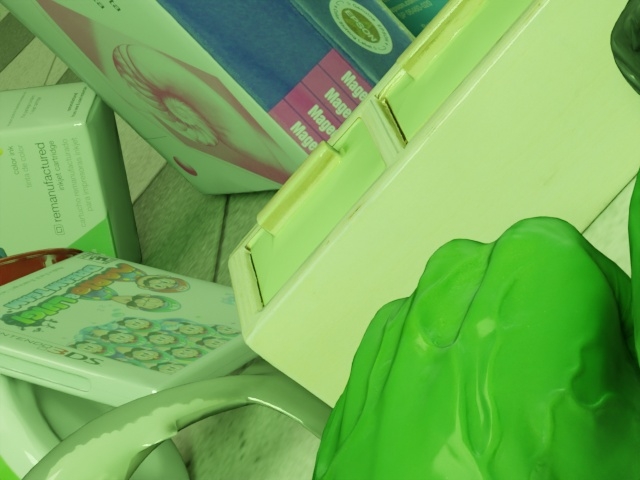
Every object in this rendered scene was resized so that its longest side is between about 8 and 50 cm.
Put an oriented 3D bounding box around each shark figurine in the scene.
[{"bbox_3d":[-0.114,0.136,0.731,0.278,0.166,0.116,-58,19,-14],"label":"shark figurine"}]

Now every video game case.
[{"bbox_3d":[-0.106,0.044,0.861,0.157,0.143,0.019,-27,-54,-61],"label":"video game case"}]

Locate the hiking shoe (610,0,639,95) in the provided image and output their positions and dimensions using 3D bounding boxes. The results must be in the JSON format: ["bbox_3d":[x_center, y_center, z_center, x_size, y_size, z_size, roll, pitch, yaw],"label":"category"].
[{"bbox_3d":[0.207,-0.111,0.584,0.227,0.086,0.114,-24,20,44],"label":"hiking shoe"}]

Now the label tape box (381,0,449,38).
[{"bbox_3d":[-0.032,-0.254,0.972,0.106,0.334,0.241,-60,20,-21],"label":"label tape box"}]

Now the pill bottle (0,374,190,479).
[{"bbox_3d":[-0.194,0.183,0.880,0.245,0.136,0.136,-48,20,15],"label":"pill bottle"}]

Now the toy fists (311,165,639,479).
[{"bbox_3d":[0.102,0.043,0.512,0.279,0.096,0.142,-33,37,42],"label":"toy fists"}]

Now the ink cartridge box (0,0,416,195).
[{"bbox_3d":[-0.110,-0.158,0.992,0.071,0.324,0.330,-50,17,-15],"label":"ink cartridge box"}]

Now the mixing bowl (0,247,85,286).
[{"bbox_3d":[-0.220,0.086,1.076,0.181,0.098,0.181,-23,-9,-4],"label":"mixing bowl"}]

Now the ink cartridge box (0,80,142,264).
[{"bbox_3d":[-0.250,-0.021,1.186,0.212,0.154,0.093,-5,26,6],"label":"ink cartridge box"}]

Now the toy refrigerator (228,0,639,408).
[{"bbox_3d":[0.075,-0.051,0.735,0.269,0.094,0.102,-49,20,12],"label":"toy refrigerator"}]
